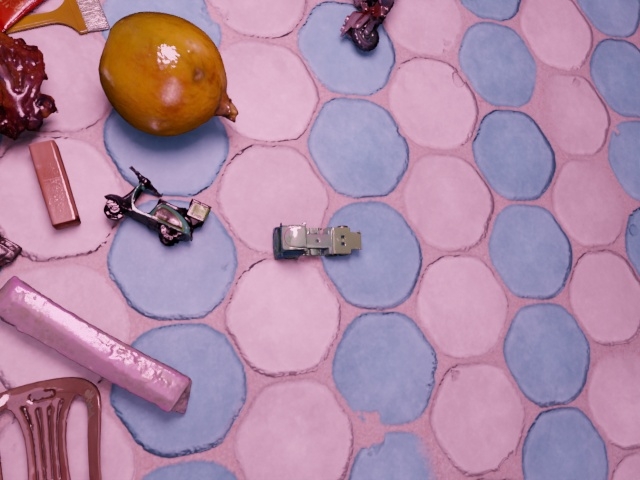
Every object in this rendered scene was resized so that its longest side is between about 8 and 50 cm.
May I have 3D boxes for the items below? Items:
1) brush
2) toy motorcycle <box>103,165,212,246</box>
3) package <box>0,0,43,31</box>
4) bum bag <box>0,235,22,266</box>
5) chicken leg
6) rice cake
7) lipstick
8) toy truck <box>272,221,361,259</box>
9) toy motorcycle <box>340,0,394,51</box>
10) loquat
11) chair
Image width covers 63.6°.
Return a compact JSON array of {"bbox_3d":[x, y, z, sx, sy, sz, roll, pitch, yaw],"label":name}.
[{"bbox_3d":[-0.502,-0.405,0.945,0.205,0.011,0.083,-20,85,-19],"label":"brush"},{"bbox_3d":[-0.293,-0.055,0.918,0.173,0.058,0.100,25,66,-13],"label":"toy motorcycle"},{"bbox_3d":[-0.535,-0.455,0.935,0.083,0.022,0.200,39,72,2],"label":"package"},{"bbox_3d":[-0.555,0.000,0.836,0.125,0.034,0.057,31,58,-10],"label":"bum bag"},{"bbox_3d":[-0.555,-0.356,0.852,0.158,0.096,0.406,-13,79,-21],"label":"chicken leg"},{"bbox_3d":[-0.369,0.179,0.848,0.365,0.056,0.072,34,74,-8],"label":"rice cake"},{"bbox_3d":[-0.452,-0.094,0.881,0.045,0.045,0.145,-17,86,-17],"label":"lipstick"},{"bbox_3d":[0.000,0.000,0.984,0.175,0.081,0.067,0,81,-17],"label":"toy truck"},{"bbox_3d":[0.100,-0.514,1.115,0.123,0.082,0.213,25,72,-12],"label":"toy motorcycle"},{"bbox_3d":[-0.253,-0.281,0.902,0.246,0.213,0.213,26,73,-14],"label":"loquat"},{"bbox_3d":[-0.396,0.371,0.735,0.176,0.183,0.326,-8,83,-19],"label":"chair"}]
